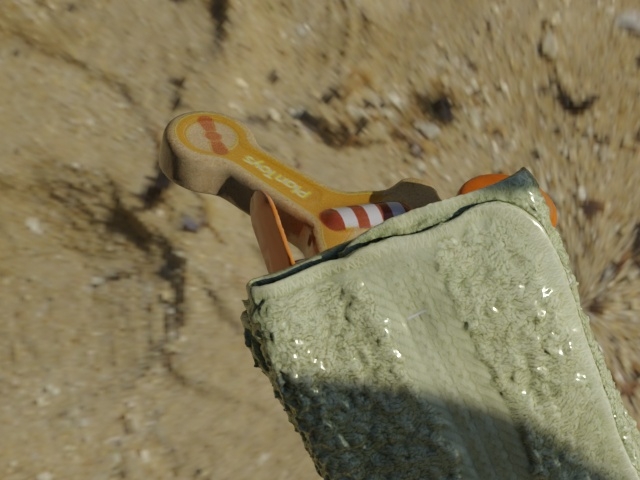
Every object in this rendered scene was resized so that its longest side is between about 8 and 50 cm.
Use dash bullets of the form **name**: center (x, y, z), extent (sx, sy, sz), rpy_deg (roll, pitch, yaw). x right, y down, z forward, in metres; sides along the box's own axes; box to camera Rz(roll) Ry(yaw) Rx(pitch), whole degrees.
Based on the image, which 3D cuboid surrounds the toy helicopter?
- **toy helicopter**: center (0.000, 0.000, 1.434), extent (0.355, 0.235, 0.140), rpy_deg (31, 134, 24)

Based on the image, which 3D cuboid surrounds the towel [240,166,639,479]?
- **towel**: center (0.046, 0.057, 0.587), extent (0.110, 0.027, 0.148), rpy_deg (-24, 113, 4)
